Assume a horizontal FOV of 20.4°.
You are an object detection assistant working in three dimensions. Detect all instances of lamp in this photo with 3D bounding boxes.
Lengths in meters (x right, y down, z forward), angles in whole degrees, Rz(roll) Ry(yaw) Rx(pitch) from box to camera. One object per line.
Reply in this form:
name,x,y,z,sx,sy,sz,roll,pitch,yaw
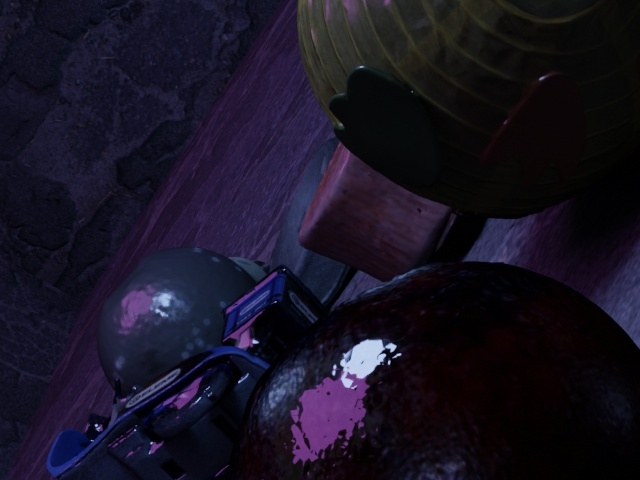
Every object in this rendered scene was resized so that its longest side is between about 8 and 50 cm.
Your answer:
lamp,-0.113,0.068,1.873,0.182,0.182,0.314,-53,-2,36
lamp,0.099,-0.130,1.135,0.250,0.250,0.284,-64,6,-19

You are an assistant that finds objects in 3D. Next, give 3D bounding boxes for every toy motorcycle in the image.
toy motorcycle,-0.146,0.186,1.611,0.358,0.125,0.213,-37,17,18

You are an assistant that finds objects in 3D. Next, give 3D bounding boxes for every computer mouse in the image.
computer mouse,0.006,0.000,1.724,0.113,0.068,0.229,-96,24,-51

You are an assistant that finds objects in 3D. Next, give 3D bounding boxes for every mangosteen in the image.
mangosteen,0.065,0.118,0.805,0.216,0.216,0.216,-57,11,18

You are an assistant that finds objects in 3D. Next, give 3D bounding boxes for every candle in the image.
candle,0.085,-0.134,1.471,0.317,0.131,0.287,-63,3,12

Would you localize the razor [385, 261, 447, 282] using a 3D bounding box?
razor,0.069,0.063,1.189,0.148,0.090,0.054,-41,20,56
